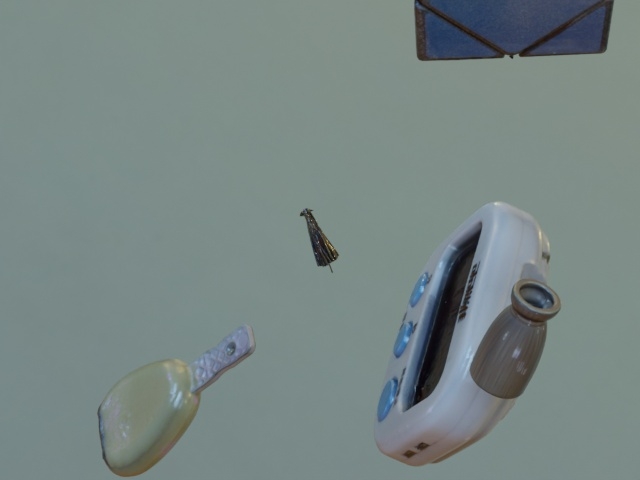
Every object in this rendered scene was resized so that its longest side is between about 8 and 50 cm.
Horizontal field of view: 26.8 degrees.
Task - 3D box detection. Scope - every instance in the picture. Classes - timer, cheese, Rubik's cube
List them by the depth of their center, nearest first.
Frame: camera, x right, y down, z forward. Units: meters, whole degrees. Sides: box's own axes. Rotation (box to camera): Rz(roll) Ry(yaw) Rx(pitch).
[{"bbox_3d":[-0.126,0.134,1.196,0.037,0.192,0.097,25,39,-40],"label":"cheese"},{"bbox_3d":[0.194,-0.324,1.372,0.205,0.207,0.205,-3,-31,4],"label":"Rubik's cube"},{"bbox_3d":[0.145,0.101,1.373,0.087,0.262,0.237,25,-29,-12],"label":"timer"}]

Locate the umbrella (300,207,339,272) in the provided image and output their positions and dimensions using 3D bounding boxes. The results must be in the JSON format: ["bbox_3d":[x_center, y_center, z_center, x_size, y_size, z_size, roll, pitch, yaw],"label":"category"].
[{"bbox_3d":[-0.001,0.000,1.560,0.083,0.031,0.020,63,-18,-7],"label":"umbrella"}]

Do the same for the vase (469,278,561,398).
[{"bbox_3d":[0.167,0.083,1.139,0.053,0.101,0.053,12,37,-10],"label":"vase"}]
